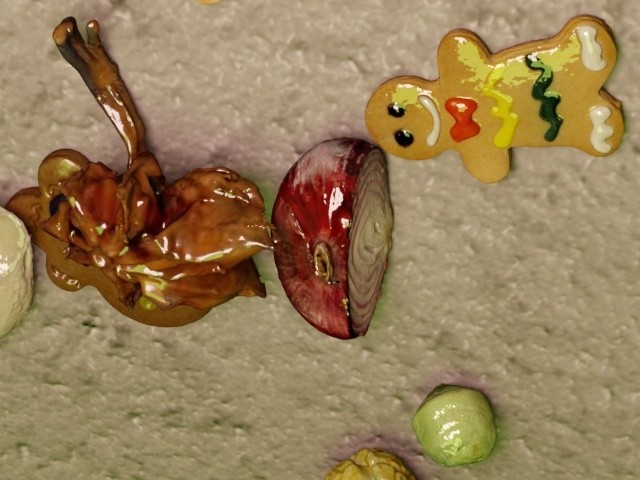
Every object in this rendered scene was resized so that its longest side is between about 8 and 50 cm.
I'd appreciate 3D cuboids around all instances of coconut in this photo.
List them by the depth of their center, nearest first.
[{"bbox_3d":[0.141,0.193,1.458,0.087,0.096,0.088,-13,146,-9],"label":"coconut"}]

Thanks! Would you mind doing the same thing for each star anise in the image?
[{"bbox_3d":[-0.162,-0.051,1.292,0.237,0.148,0.346,-12,119,36],"label":"star anise"}]

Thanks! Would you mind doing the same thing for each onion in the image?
[{"bbox_3d":[0.000,0.000,1.318,0.098,0.151,0.206,12,112,22],"label":"onion"}]

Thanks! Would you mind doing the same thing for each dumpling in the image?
[{"bbox_3d":[-0.383,0.033,1.445,0.166,0.126,0.216,44,145,13],"label":"dumpling"}]

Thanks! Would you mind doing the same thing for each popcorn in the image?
[{"bbox_3d":[0.062,0.298,1.522,0.162,0.141,0.136,6,90,-17],"label":"popcorn"}]

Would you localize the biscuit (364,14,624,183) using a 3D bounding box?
[{"bbox_3d":[0.156,-0.121,1.258,0.240,0.035,0.158,-10,120,18],"label":"biscuit"}]

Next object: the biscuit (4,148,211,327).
[{"bbox_3d":[-0.208,0.005,1.429,0.236,0.039,0.180,34,124,-15],"label":"biscuit"}]

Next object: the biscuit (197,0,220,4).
[{"bbox_3d":[-0.092,-0.325,1.166,0.160,0.030,0.250,-14,121,21],"label":"biscuit"}]
